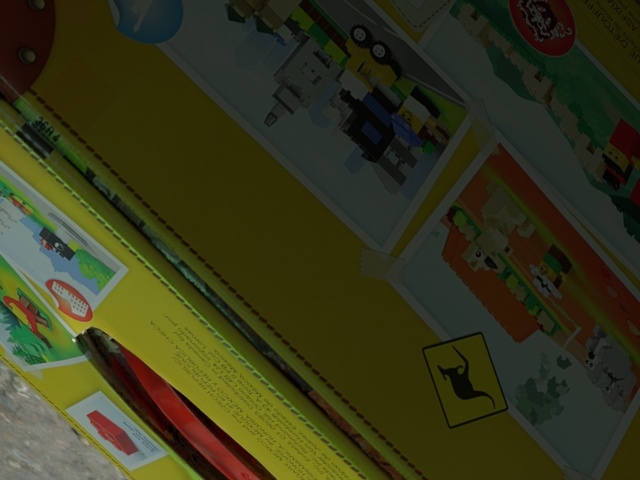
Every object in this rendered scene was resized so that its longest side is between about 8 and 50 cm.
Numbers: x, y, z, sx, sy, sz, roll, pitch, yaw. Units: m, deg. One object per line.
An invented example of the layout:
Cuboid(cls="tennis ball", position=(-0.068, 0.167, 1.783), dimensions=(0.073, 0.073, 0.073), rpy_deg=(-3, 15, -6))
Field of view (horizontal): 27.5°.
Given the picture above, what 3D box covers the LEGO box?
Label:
Cuboid(cls="LEGO box", position=(0.040, -0.011, 0.737), dimensions=(0.500, 0.372, 0.193), rpy_deg=(46, 143, -11))
